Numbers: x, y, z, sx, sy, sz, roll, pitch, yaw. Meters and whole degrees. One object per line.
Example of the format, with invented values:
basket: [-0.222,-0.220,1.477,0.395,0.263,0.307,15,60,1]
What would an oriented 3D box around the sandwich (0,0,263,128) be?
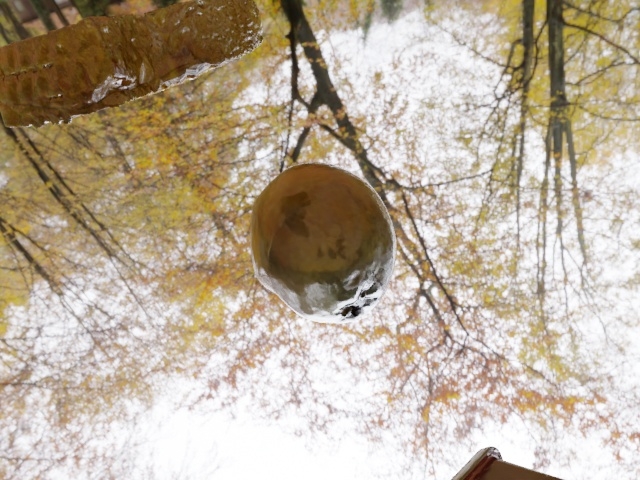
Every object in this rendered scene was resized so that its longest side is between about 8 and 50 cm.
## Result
sandwich: [-0.176,-0.172,0.441,0.186,0.065,0.215,3,-147,31]

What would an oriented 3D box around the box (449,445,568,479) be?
box: [0.189,0.356,0.458,0.167,0.193,0.294,-9,-175,45]

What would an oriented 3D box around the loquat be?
loquat: [0.000,0.000,0.570,0.179,0.179,0.227,-25,-158,-7]
